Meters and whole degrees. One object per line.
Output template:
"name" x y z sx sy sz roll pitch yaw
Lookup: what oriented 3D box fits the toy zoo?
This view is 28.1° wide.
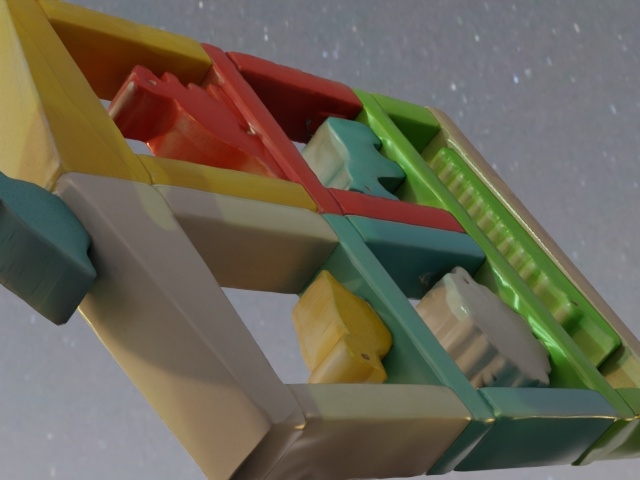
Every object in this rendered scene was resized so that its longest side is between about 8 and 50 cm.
"toy zoo" 0.000 0.000 0.449 0.293 0.192 0.030 9 -53 -48
